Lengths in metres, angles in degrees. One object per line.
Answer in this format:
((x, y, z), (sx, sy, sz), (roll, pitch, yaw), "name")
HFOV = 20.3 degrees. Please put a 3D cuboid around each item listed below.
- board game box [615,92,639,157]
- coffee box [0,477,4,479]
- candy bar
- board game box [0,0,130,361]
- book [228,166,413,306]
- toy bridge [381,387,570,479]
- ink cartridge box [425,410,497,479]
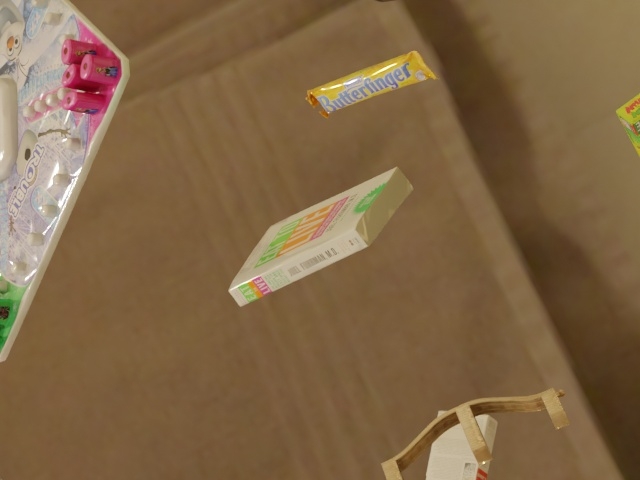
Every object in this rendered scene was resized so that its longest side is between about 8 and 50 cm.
((0.467, -0.124, 2.339), (0.181, 0.092, 0.043), (55, 178, -35), "board game box")
((-0.231, 0.236, 1.104), (0.297, 0.168, 0.119), (15, 146, 57), "coffee box")
((0.050, -0.157, 1.792), (0.040, 0.161, 0.018), (43, -129, -29), "candy bar")
((-0.397, -0.123, 2.051), (0.050, 0.390, 0.390), (9, -154, -42), "board game box")
((0.000, 0.000, 1.446), (0.035, 0.144, 0.096), (54, -142, -13), "book")
((0.146, 0.183, 1.702), (0.063, 0.188, 0.026), (-110, -6, -50), "toy bridge")
((0.153, 0.248, 1.969), (0.029, 0.063, 0.115), (38, -121, -54), "ink cartridge box")
